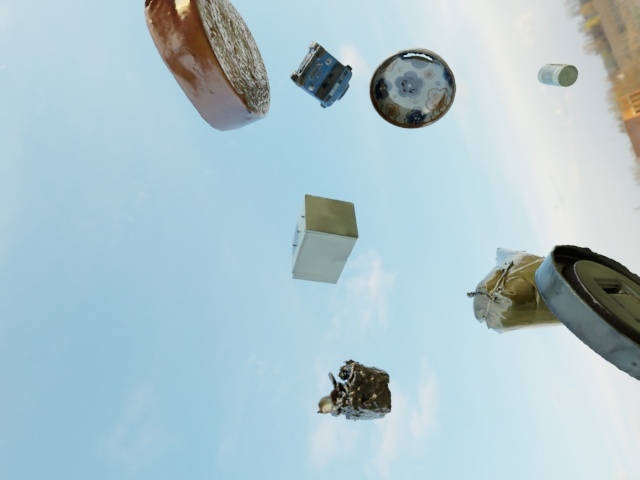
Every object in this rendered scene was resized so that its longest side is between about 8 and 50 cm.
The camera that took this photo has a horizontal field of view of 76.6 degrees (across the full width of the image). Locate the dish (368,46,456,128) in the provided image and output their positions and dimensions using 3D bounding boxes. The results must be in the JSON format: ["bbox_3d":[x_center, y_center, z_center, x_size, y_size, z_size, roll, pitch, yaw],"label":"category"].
[{"bbox_3d":[0.158,-0.270,0.686,0.141,0.141,0.077,43,-133,-29],"label":"dish"}]

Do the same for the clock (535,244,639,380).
[{"bbox_3d":[0.575,0.133,0.780,0.326,0.067,0.324,17,-145,-12],"label":"clock"}]

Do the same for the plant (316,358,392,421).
[{"bbox_3d":[0.121,0.519,1.393,0.234,0.204,0.178,8,-126,-6],"label":"plant"}]

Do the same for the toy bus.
[{"bbox_3d":[0.003,-0.431,1.054,0.134,0.116,0.234,32,-160,-19],"label":"toy bus"}]

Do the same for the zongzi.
[{"bbox_3d":[0.492,0.119,1.146,0.448,0.418,0.181,-1,-68,-20],"label":"zongzi"}]

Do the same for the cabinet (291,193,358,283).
[{"bbox_3d":[0.000,0.000,1.166,0.150,0.206,0.144,9,-135,-12],"label":"cabinet"}]

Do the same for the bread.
[{"bbox_3d":[-0.224,-0.400,0.906,0.327,0.114,0.294,-75,-37,-62],"label":"bread"}]

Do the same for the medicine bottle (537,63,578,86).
[{"bbox_3d":[0.524,-0.366,0.896,0.047,0.047,0.083,51,-167,-21],"label":"medicine bottle"}]
